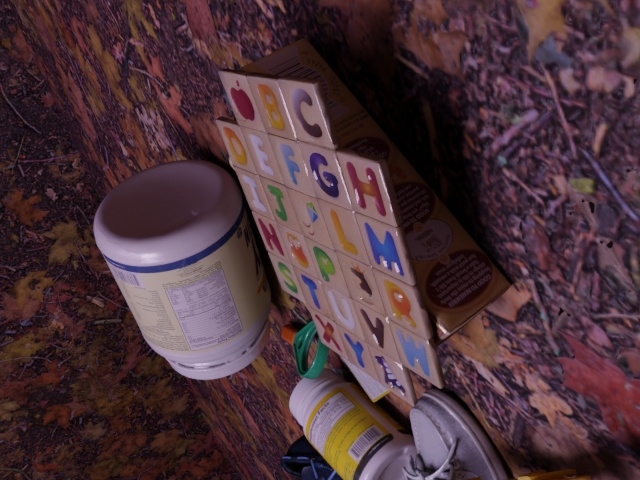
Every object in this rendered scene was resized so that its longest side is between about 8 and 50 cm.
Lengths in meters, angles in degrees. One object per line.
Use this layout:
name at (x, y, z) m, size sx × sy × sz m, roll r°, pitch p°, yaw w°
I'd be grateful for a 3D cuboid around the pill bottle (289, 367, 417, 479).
pill bottle at (0.048, 0.295, 1.045) m, size 0.208 × 0.119 × 0.119 m, roll 36°, pitch 150°, yaw 45°

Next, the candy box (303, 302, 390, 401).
candy box at (0.038, 0.135, 0.980) m, size 0.206 × 0.027 × 0.105 m, roll 54°, pitch 161°, yaw 12°

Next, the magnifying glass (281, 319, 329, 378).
magnifying glass at (-0.029, 0.170, 1.129) m, size 0.026 × 0.092 × 0.231 m, roll 17°, pitch 177°, yaw -17°

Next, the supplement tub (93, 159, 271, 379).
supplement tub at (-0.214, 0.056, 1.137) m, size 0.235 × 0.235 × 0.325 m, roll 38°, pitch 151°, yaw 42°

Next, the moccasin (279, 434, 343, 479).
moccasin at (0.021, 0.488, 1.368) m, size 0.138 × 0.117 × 0.342 m, roll 61°, pitch 159°, yaw -7°

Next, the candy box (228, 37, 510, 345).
candy box at (0.030, -0.026, 0.696) m, size 0.316 × 0.087 × 0.183 m, roll 53°, pitch 158°, yaw 13°

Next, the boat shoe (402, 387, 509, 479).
boat shoe at (0.169, 0.342, 0.831) m, size 0.118 × 0.103 × 0.320 m, roll 1°, pitch 107°, yaw 65°

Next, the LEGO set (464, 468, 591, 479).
LEGO set at (0.197, 0.286, 0.650) m, size 0.287 × 0.132 × 0.107 m, roll 141°, pitch 123°, yaw -59°

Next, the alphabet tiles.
alphabet tiles at (0.000, 0.000, 0.659) m, size 0.285 × 0.011 × 0.342 m, roll 26°, pitch 142°, yaw 53°
